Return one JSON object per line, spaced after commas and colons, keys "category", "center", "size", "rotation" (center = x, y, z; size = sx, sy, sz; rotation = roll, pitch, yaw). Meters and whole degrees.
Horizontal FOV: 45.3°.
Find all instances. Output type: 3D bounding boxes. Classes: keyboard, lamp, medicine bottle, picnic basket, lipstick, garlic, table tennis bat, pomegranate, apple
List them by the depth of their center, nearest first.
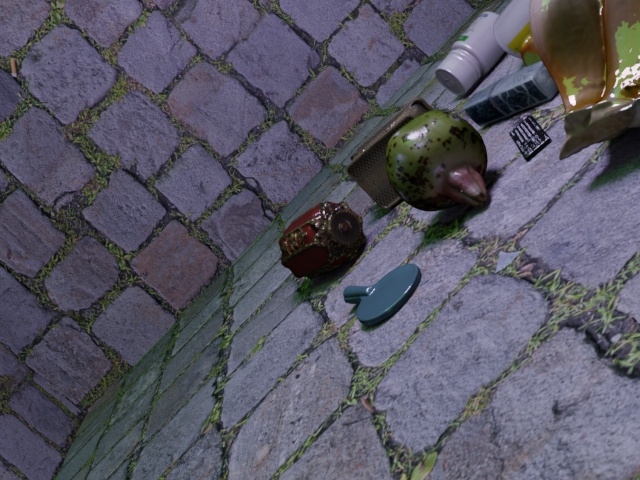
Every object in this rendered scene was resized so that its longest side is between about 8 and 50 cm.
{"category": "garlic", "center": [0.441, -0.296, 1.149], "size": [0.286, 0.249, 0.313], "rotation": [102, 168, -70]}
{"category": "table tennis bat", "center": [0.111, 0.105, 1.516], "size": [0.153, 0.040, 0.244], "rotation": [-50, 15, -21]}
{"category": "pomegranate", "center": [0.252, -0.141, 1.526], "size": [0.214, 0.214, 0.248], "rotation": [-46, 46, 2]}
{"category": "keyboard", "center": [0.417, -0.208, 1.537], "size": [0.061, 0.013, 0.204], "rotation": [-43, 11, 19]}
{"category": "lipstick", "center": [0.436, -0.333, 1.745], "size": [0.076, 0.077, 0.289], "rotation": [-50, 12, -17]}
{"category": "apple", "center": [0.517, -0.445, 1.774], "size": [0.099, 0.102, 0.114], "rotation": [-51, 11, -16]}
{"category": "medicine bottle", "center": [0.556, -0.585, 1.920], "size": [0.143, 0.143, 0.258], "rotation": [-54, 2, -34]}
{"category": "picnic basket", "center": [0.211, -0.225, 1.973], "size": [0.266, 0.165, 0.139], "rotation": [-39, 12, 30]}
{"category": "lamp", "center": [0.000, 0.000, 1.980], "size": [0.177, 0.177, 0.274], "rotation": [-53, 10, -30]}
{"category": "medicine bottle", "center": [0.460, -0.555, 2.295], "size": [0.237, 0.139, 0.139], "rotation": [-50, 11, -8]}
